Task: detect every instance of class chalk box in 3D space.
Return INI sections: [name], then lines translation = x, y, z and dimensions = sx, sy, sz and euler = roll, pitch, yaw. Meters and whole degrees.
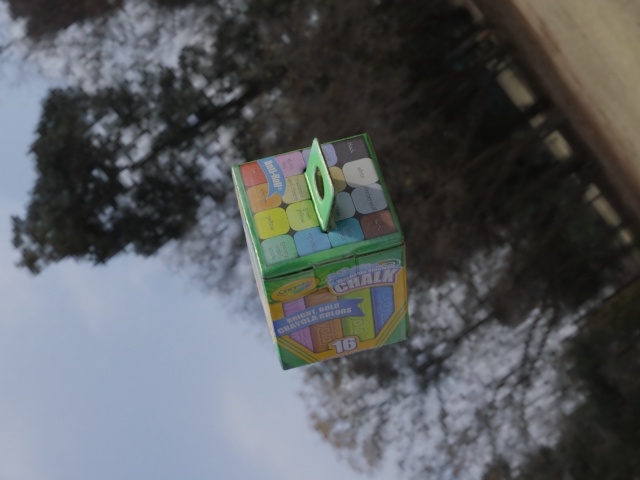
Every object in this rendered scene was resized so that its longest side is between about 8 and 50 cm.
[chalk box]
translation = 0.000, 0.000, 1.145
dimensions = 0.213, 0.132, 0.132
euler = 80, 174, -54
